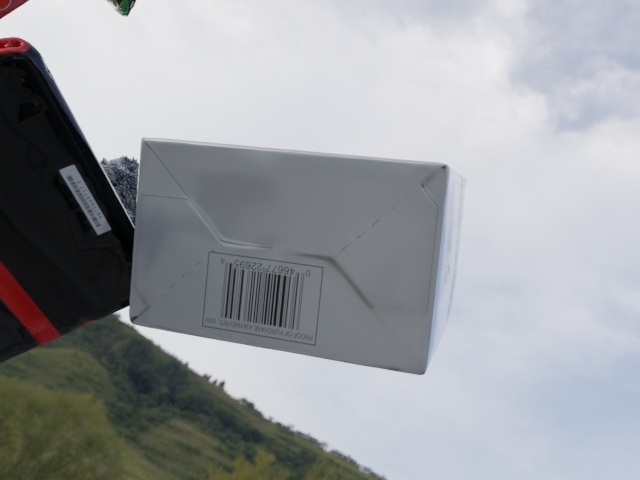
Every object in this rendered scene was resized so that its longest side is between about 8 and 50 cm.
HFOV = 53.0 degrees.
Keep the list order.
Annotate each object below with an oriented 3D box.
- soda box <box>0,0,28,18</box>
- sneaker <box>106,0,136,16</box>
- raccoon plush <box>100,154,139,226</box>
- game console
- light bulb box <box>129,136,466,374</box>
[{"bbox_3d":[-0.651,-0.470,1.242,0.263,0.092,0.083,-26,-51,11],"label":"soda box"},{"bbox_3d":[-0.448,-0.556,1.293,0.146,0.134,0.343,15,18,-42],"label":"sneaker"},{"bbox_3d":[-0.392,-0.053,1.489,0.298,0.446,0.216,10,-73,0],"label":"raccoon plush"},{"bbox_3d":[-0.398,-0.003,0.717,0.060,0.341,0.387,55,-14,41],"label":"game console"},{"bbox_3d":[0.000,0.000,0.855,0.357,0.226,0.361,8,5,16],"label":"light bulb box"}]
